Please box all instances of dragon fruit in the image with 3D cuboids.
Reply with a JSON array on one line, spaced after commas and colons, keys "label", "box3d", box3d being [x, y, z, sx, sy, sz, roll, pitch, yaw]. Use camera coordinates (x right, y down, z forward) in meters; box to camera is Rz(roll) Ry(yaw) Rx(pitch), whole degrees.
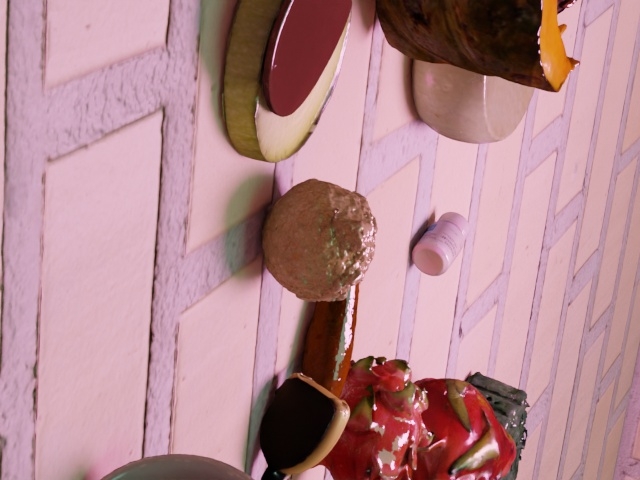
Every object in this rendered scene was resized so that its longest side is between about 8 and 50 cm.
[{"label": "dragon fruit", "box3d": [0.146, 0.297, 2.012, 0.269, 0.198, 0.200, -61, -179, -29]}, {"label": "dragon fruit", "box3d": [0.044, 0.241, 1.747, 0.135, 0.137, 0.236, 34, 70, -52]}]

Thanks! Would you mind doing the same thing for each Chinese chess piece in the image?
[{"label": "Chinese chess piece", "box3d": [0.196, -0.241, 1.848, 0.250, 0.101, 0.250, 15, 90, -69]}]

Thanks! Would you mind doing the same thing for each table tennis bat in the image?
[{"label": "table tennis bat", "box3d": [0.012, -0.234, 1.389, 0.154, 0.021, 0.274, 78, 35, -62]}]

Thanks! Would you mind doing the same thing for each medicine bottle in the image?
[{"label": "medicine bottle", "box3d": [0.157, 0.003, 1.982, 0.089, 0.052, 0.052, -50, 148, -47]}]

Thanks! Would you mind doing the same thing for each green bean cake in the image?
[{"label": "green bean cake", "box3d": [0.242, 0.334, 2.348, 0.193, 0.107, 0.208, -52, 150, -48]}]

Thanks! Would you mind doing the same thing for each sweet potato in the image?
[{"label": "sweet potato", "box3d": [0.013, 0.090, 1.682, 0.057, 0.057, 0.264, -11, 110, -67]}]

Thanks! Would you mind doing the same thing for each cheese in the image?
[{"label": "cheese", "box3d": [-0.035, 0.227, 1.632, 0.162, 0.086, 0.036, -62, 153, 5]}]

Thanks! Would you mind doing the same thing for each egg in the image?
[{"label": "egg", "box3d": [0.000, 0.000, 1.499, 0.116, 0.118, 0.140, -44, 170, -23]}]

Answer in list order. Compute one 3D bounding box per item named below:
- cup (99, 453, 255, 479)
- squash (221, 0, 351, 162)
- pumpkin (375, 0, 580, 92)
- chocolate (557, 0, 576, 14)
[{"label": "cup", "box3d": [-0.154, 0.341, 1.312, 0.258, 0.186, 0.234, -24, 141, -26]}, {"label": "squash", "box3d": [-0.029, -0.177, 1.426, 0.219, 0.041, 0.219, 18, 90, -73]}, {"label": "pumpkin", "box3d": [0.199, -0.323, 1.599, 0.303, 0.225, 0.256, -56, 145, -35]}, {"label": "chocolate", "box3d": [0.315, -0.352, 2.058, 0.156, 0.156, 0.133, -37, 155, -58]}]
